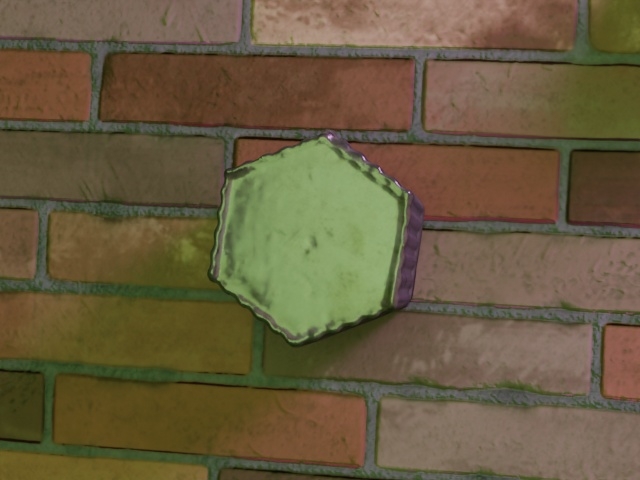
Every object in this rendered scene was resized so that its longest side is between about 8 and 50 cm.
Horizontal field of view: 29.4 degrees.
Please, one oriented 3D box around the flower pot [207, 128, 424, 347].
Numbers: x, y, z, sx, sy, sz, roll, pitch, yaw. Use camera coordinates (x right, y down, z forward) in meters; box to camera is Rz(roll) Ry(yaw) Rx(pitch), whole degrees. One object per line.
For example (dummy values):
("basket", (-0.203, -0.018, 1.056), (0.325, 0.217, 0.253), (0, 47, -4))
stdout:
("flower pot", (0.000, 0.000, 1.366), (0.239, 0.189, 0.209), (-21, 85, 8))
